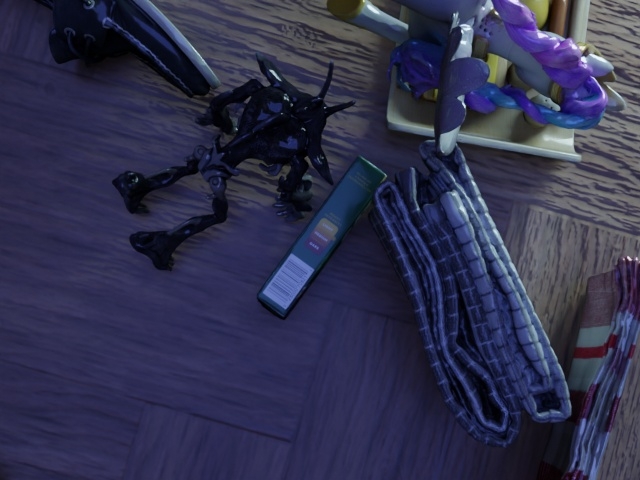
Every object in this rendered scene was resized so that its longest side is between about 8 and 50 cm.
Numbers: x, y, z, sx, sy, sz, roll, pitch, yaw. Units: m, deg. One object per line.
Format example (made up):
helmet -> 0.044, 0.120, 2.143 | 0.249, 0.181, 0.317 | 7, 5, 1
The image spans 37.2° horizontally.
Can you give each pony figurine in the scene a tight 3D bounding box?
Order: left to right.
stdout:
pony figurine -> 0.122, -0.235, 0.869 | 0.363, 0.351, 0.303 | 32, 93, 15

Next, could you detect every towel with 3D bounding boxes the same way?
towel -> 0.140, 0.052, 0.961 | 0.121, 0.235, 0.283 | -24, 85, 8
towel -> 0.253, 0.183, 0.953 | 0.037, 0.237, 0.329 | 17, 84, 10

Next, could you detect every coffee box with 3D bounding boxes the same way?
coffee box -> 0.000, 0.000, 1.019 | 0.040, 0.113, 0.184 | 35, 83, 2

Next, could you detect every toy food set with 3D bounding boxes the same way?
toy food set -> 0.201, -0.251, 1.061 | 0.220, 0.092, 0.306 | 9, 84, -2

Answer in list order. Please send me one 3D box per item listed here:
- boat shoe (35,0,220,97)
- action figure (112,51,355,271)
boat shoe -> -0.260, -0.245, 1.022 | 0.340, 0.127, 0.113 | 41, 85, 3
action figure -> -0.082, -0.088, 1.012 | 0.276, 0.141, 0.164 | -30, 85, 11
